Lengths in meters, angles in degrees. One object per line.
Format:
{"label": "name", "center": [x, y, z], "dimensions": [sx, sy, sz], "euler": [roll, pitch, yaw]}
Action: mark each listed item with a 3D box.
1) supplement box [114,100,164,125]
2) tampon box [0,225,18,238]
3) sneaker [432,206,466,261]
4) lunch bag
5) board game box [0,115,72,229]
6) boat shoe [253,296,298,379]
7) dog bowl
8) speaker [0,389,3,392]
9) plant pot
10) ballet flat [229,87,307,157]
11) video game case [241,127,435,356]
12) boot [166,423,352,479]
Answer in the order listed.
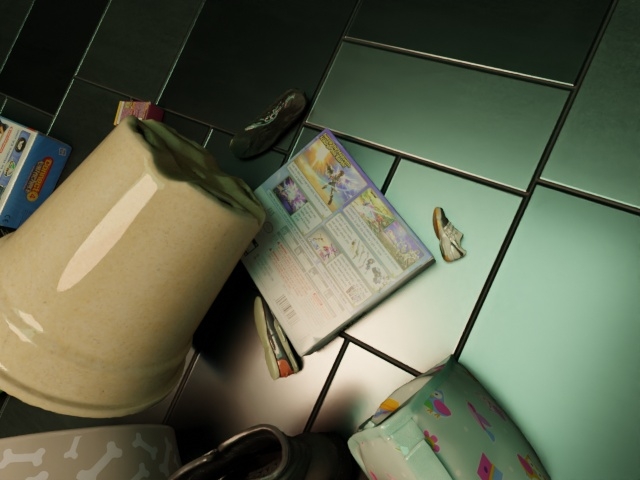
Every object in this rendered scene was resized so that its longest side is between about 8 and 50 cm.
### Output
{"label": "supplement box", "center": [-0.374, -0.254, 0.839], "dimensions": [0.084, 0.043, 0.054], "euler": [10, 83, 22]}
{"label": "tampon box", "center": [-0.565, 0.056, 0.787], "dimensions": [0.101, 0.161, 0.120], "euler": [-47, 68, 7]}
{"label": "sneaker", "center": [0.191, -0.011, 0.601], "dimensions": [0.037, 0.032, 0.083], "euler": [-13, 81, 3]}
{"label": "lunch bag", "center": [0.152, 0.259, 0.437], "dimensions": [0.160, 0.262, 0.223], "euler": [-39, 71, 9]}
{"label": "board game box", "center": [-0.762, -0.133, 0.934], "dimensions": [0.302, 0.086, 0.307], "euler": [23, 88, 22]}
{"label": "boat shoe", "center": [-0.074, 0.153, 0.657], "dimensions": [0.043, 0.049, 0.136], "euler": [-10, 69, -26]}
{"label": "dog bowl", "center": [-0.371, 0.341, 0.579], "dimensions": [0.349, 0.349, 0.102], "euler": [-18, 61, 16]}
{"label": "speaker", "center": [-0.605, 0.223, 0.788], "dimensions": [0.297, 0.131, 0.131], "euler": [-26, 72, 14]}
{"label": "plant pot", "center": [-0.255, 0.010, 0.579], "dimensions": [0.334, 0.334, 0.305], "euler": [45, 101, 21]}
{"label": "ballet flat", "center": [-0.093, -0.208, 0.736], "dimensions": [0.173, 0.049, 0.057], "euler": [-36, 115, 11]}
{"label": "video game case", "center": [0.000, 0.000, 0.647], "dimensions": [0.244, 0.061, 0.269], "euler": [-39, 70, 11]}
{"label": "boot", "center": [-0.137, 0.350, 0.535], "dimensions": [0.338, 0.223, 0.118], "euler": [-43, 50, 4]}
